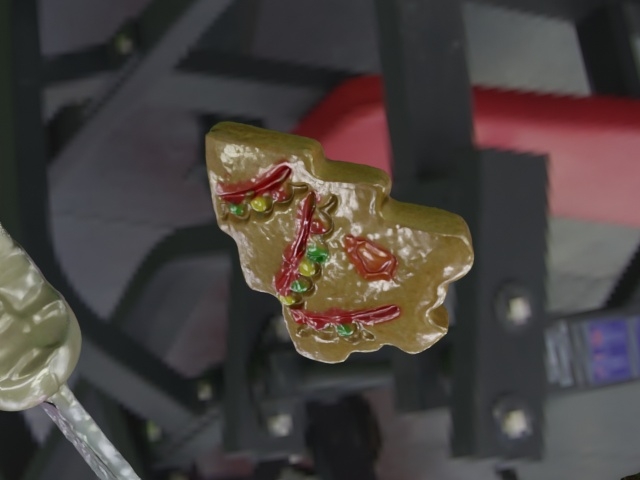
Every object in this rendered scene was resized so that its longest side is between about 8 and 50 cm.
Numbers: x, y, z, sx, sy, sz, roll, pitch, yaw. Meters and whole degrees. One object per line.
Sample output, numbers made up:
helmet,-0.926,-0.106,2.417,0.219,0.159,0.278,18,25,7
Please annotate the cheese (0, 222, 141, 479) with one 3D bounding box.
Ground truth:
cheese,-0.192,0.059,1.147,0.082,0.286,0.163,-43,-161,-15

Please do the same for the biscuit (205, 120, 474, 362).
biscuit,0.000,0.000,1.433,0.238,0.041,0.212,42,137,-9

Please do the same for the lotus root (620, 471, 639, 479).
lotus root,0.049,0.180,0.391,0.169,0.343,0.151,-22,111,29
